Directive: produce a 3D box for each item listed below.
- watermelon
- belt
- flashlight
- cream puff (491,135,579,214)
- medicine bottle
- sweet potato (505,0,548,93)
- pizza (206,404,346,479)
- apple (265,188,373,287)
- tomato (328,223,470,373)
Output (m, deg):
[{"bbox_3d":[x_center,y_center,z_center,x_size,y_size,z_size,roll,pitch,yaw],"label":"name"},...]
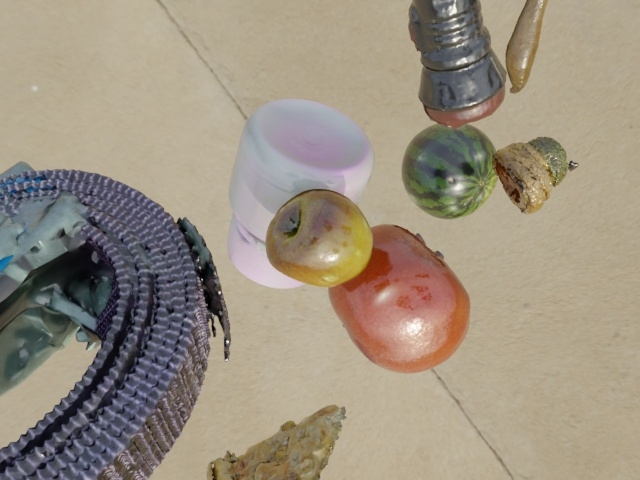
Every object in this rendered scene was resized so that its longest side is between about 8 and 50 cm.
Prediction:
[{"bbox_3d":[0.374,-0.202,1.868,0.284,0.285,0.285,-1,82,7],"label":"watermelon"},{"bbox_3d":[-0.229,0.091,0.472,0.260,0.122,0.325,34,63,17],"label":"belt"},{"bbox_3d":[0.113,-0.221,0.592,0.092,0.232,0.093,-15,37,12],"label":"flashlight"},{"bbox_3d":[0.541,-0.176,1.599,0.168,0.183,0.183,-29,80,3],"label":"cream puff"},{"bbox_3d":[-0.055,-0.085,1.272,0.255,0.325,0.256,11,45,-11],"label":"medicine bottle"},{"bbox_3d":[0.166,-0.172,0.512,0.026,0.026,0.115,15,121,9],"label":"sweet potato"},{"bbox_3d":[-0.125,0.589,1.636,0.434,0.392,0.080,-31,102,7],"label":"pizza"},{"bbox_3d":[0.002,0.003,1.032,0.163,0.147,0.146,-43,42,15],"label":"apple"},{"bbox_3d":[0.164,0.130,1.447,0.272,0.341,0.341,-42,80,-5],"label":"tomato"}]
